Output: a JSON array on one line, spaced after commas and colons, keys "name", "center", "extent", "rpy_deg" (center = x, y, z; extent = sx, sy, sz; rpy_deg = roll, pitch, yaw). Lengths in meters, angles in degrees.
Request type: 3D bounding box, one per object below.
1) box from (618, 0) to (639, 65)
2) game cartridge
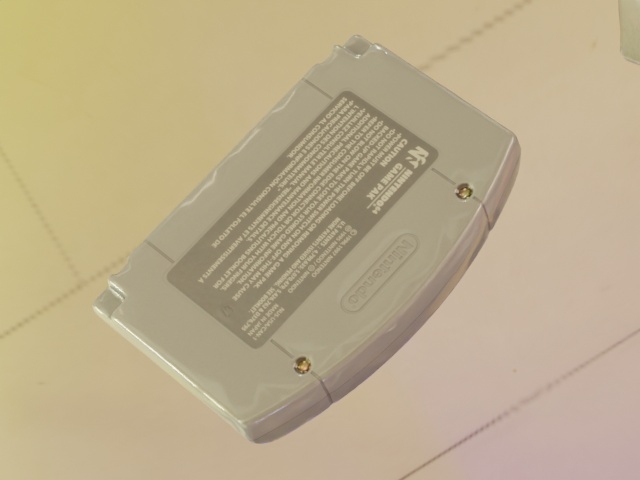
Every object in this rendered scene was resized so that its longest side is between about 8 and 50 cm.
[{"name": "box", "center": [0.229, -0.162, 0.493], "extent": [0.182, 0.296, 0.294], "rpy_deg": [-26, 124, -25]}, {"name": "game cartridge", "center": [0.000, 0.000, 0.387], "extent": [0.056, 0.017, 0.083], "rpy_deg": [36, 75, 30]}]
